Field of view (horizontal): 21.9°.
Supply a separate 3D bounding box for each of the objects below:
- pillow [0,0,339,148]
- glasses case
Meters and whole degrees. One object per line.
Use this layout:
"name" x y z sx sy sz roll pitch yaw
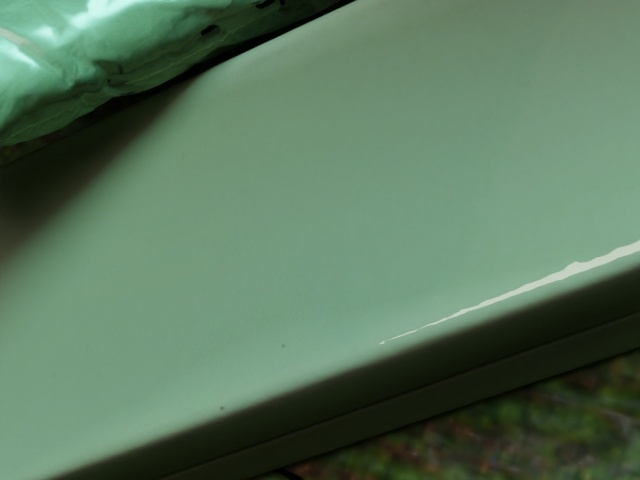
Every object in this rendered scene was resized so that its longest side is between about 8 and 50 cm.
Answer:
"pillow" -0.118 -0.147 0.687 0.280 0.076 0.274 -25 51 -17
"glasses case" 0.000 0.000 0.620 0.336 0.076 0.144 -21 64 24
